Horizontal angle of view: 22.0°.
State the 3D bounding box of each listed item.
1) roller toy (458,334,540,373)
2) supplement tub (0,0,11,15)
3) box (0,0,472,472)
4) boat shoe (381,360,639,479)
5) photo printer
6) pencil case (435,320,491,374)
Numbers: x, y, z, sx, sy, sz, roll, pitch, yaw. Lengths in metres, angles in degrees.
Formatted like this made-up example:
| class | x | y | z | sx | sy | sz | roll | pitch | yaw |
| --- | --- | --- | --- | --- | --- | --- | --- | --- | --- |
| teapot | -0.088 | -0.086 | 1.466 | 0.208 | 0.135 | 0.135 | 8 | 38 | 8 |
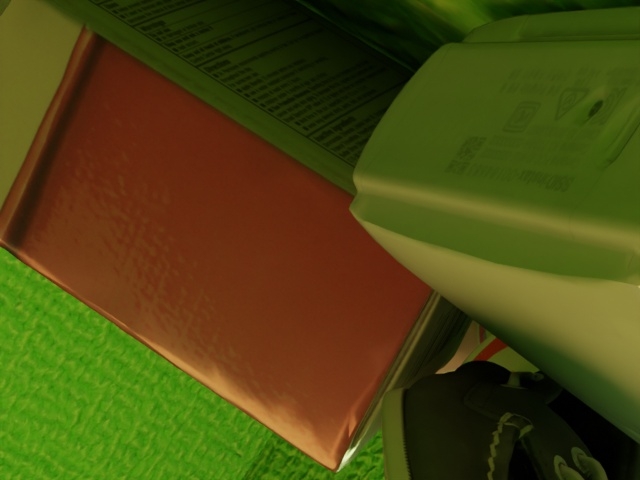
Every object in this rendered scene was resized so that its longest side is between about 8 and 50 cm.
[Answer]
| class | x | y | z | sx | sy | sz | roll | pitch | yaw |
| --- | --- | --- | --- | --- | --- | --- | --- | --- | --- |
| roller toy | 0.150 | 0.137 | 0.987 | 0.146 | 0.209 | 0.191 | 38 | 179 | -21 |
| supplement tub | -0.209 | -0.171 | 0.536 | 0.272 | 0.191 | 0.191 | 35 | 174 | -11 |
| box | -0.034 | -0.028 | 0.758 | 0.232 | 0.127 | 0.148 | 33 | -152 | 13 |
| boat shoe | 0.086 | 0.096 | 0.649 | 0.335 | 0.095 | 0.112 | -23 | -81 | -82 |
| photo printer | 0.179 | 0.048 | 0.566 | 0.307 | 0.107 | 0.256 | 36 | 174 | -19 |
| pencil case | 0.163 | 0.125 | 1.189 | 0.284 | 0.124 | 0.124 | 36 | 173 | -11 |
